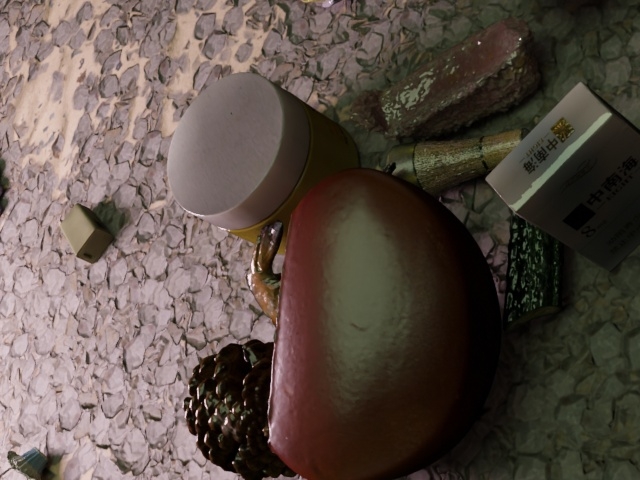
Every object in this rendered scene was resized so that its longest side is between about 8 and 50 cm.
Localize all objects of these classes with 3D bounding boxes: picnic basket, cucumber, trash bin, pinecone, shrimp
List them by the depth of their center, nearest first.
[{"bbox_3d":[0.267,-0.016,1.660,0.077,0.077,0.265,-9,67,37],"label":"cucumber"},{"bbox_3d":[-0.098,0.221,1.801,0.212,0.169,0.185,18,86,43],"label":"pinecone"},{"bbox_3d":[0.000,0.000,1.817,0.169,0.058,0.296,28,114,8],"label":"shrimp"},{"bbox_3d":[-0.470,0.368,2.127,0.083,0.065,0.083,35,73,34],"label":"picnic basket"},{"bbox_3d":[-0.394,-0.014,2.237,0.061,0.043,0.092,-53,46,10],"label":"trash bin"}]

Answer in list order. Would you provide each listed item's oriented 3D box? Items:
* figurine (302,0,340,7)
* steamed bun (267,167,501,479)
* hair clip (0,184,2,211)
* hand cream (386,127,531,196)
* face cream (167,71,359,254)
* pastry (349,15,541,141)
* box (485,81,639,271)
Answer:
[{"bbox_3d":[0.018,-0.448,2.023,0.208,0.183,0.128,-28,50,-19],"label":"figurine"},{"bbox_3d":[0.089,0.112,1.625,0.248,0.235,0.379,5,84,20],"label":"steamed bun"},{"bbox_3d":[-0.644,-0.094,2.477,0.124,0.052,0.195,-32,49,18],"label":"hair clip"},{"bbox_3d":[0.189,-0.108,1.771,0.203,0.084,0.084,-14,63,30],"label":"hand cream"},{"bbox_3d":[-0.080,-0.107,1.920,0.218,0.179,0.218,-17,62,34],"label":"face cream"},{"bbox_3d":[0.176,-0.201,1.802,0.265,0.112,0.102,-19,49,20],"label":"pastry"},{"bbox_3d":[0.314,-0.067,1.530,0.155,0.243,0.067,-47,51,13],"label":"box"}]
